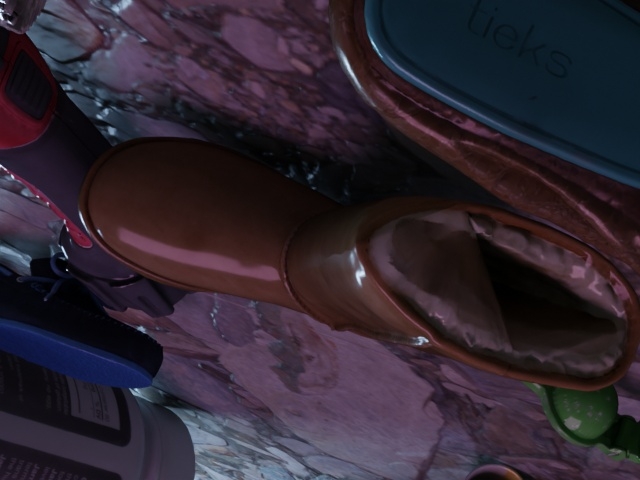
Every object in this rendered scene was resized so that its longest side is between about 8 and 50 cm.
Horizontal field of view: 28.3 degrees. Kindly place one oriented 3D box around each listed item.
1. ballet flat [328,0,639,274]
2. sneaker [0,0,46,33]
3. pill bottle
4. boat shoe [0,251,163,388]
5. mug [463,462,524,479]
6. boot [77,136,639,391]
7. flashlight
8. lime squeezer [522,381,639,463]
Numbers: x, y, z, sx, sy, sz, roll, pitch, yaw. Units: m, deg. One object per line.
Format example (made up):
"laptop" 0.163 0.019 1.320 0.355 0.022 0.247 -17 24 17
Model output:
"ballet flat" 0.155 -0.020 0.518 0.342 0.116 0.124 26 176 -3
"sneaker" -0.167 -0.184 0.464 0.146 0.102 0.293 25 157 -1
"pill bottle" -0.307 0.204 1.261 0.204 0.204 0.361 2 161 42
"boat shoe" -0.236 0.048 1.062 0.258 0.089 0.109 17 155 25
"mug" 0.154 0.234 1.119 0.078 0.062 0.064 30 165 4
"boot" 0.000 0.000 0.640 0.236 0.089 0.269 16 177 -13
"flashlight" -0.175 -0.049 0.776 0.103 0.103 0.304 57 -179 34
"lime squeezer" 0.192 0.103 0.798 0.310 0.059 0.110 17 157 18
